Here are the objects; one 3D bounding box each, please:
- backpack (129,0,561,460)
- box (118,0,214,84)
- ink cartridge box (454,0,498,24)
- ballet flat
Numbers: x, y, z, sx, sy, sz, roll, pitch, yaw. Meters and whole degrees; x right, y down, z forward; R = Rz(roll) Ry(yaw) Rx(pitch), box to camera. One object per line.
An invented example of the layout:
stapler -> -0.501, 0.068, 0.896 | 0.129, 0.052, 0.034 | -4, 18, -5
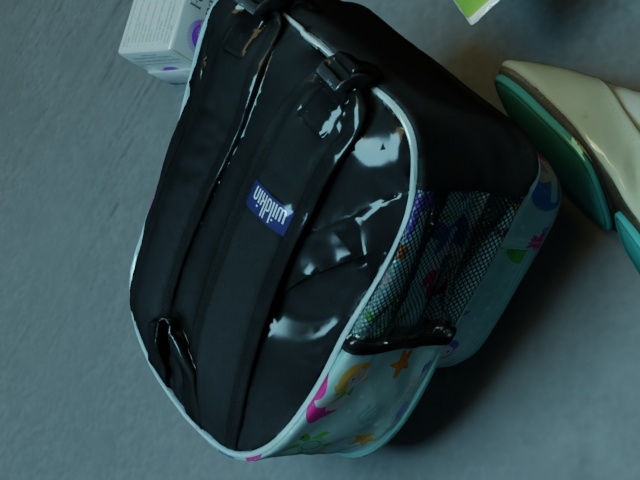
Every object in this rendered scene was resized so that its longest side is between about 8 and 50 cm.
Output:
backpack -> 0.000, 0.000, 0.803 | 0.225, 0.191, 0.253 | 44, 116, 41
box -> -0.079, -0.286, 1.094 | 0.067, 0.063, 0.324 | 1, 72, 42
ink cartridge box -> 0.132, -0.261, 0.885 | 0.189, 0.097, 0.255 | -40, 52, 19
ballet flat -> 0.187, -0.029, 0.757 | 0.086, 0.086, 0.248 | -43, 51, 17
